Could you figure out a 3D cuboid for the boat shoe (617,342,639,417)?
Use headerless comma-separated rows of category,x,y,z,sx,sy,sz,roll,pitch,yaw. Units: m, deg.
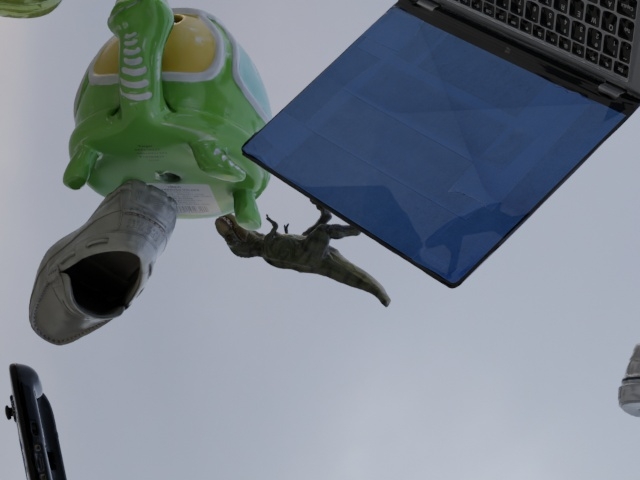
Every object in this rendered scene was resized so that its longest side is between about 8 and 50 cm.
boat shoe,0.381,0.124,1.665,0.083,0.226,0.076,39,58,-54

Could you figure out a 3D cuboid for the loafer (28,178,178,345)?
loafer,-0.269,0.046,2.116,0.319,0.112,0.111,-49,-160,48

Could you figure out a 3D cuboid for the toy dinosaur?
toy dinosaur,0.000,0.000,2.282,0.118,0.268,0.064,-60,150,-19

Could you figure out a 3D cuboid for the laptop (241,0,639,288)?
laptop,0.123,-0.231,1.795,0.382,0.236,0.408,34,-51,47

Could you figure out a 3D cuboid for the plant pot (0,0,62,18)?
plant pot,-0.323,-0.412,1.853,0.254,0.276,0.276,-52,-147,26

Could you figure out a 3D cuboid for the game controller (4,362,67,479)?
game controller,-0.364,0.319,2.345,0.166,0.067,0.319,83,-9,-63

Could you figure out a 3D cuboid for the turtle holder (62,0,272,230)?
turtle holder,-0.189,-0.157,2.111,0.243,0.320,0.227,-14,-120,36
